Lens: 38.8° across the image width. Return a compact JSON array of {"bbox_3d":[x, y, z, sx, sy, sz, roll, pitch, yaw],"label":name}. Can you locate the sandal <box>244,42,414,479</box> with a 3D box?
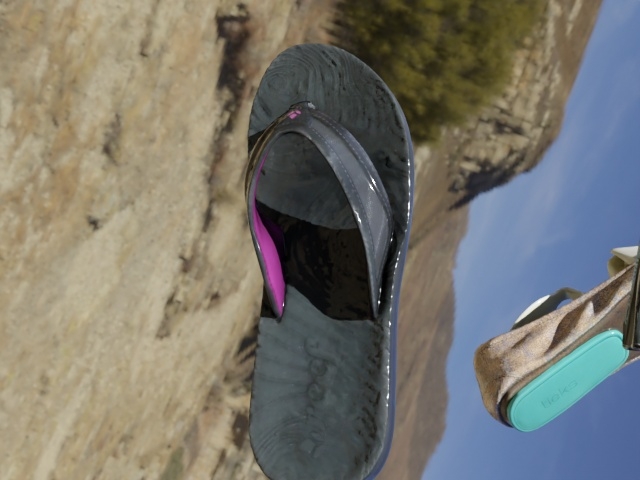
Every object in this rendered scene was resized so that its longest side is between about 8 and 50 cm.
[{"bbox_3d":[0.002,0.001,0.834,0.107,0.167,0.446,46,39,-64],"label":"sandal"}]

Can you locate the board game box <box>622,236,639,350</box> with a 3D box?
[{"bbox_3d":[0.220,-0.002,0.341,0.026,0.186,0.126,15,86,-77],"label":"board game box"}]

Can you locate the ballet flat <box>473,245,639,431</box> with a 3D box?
[{"bbox_3d":[0.285,0.065,0.882,0.108,0.316,0.106,65,-3,-35],"label":"ballet flat"}]
